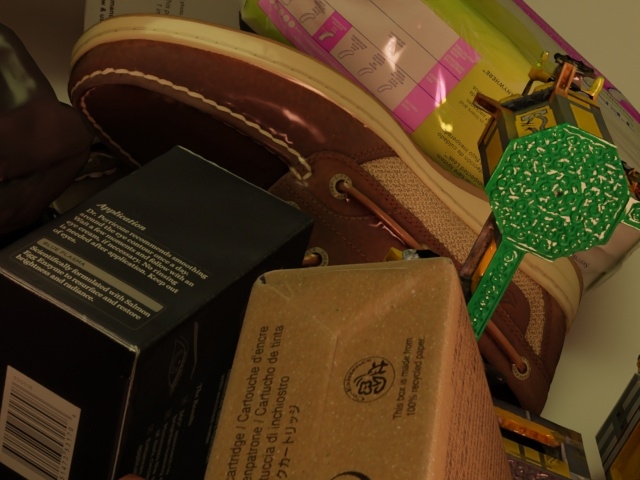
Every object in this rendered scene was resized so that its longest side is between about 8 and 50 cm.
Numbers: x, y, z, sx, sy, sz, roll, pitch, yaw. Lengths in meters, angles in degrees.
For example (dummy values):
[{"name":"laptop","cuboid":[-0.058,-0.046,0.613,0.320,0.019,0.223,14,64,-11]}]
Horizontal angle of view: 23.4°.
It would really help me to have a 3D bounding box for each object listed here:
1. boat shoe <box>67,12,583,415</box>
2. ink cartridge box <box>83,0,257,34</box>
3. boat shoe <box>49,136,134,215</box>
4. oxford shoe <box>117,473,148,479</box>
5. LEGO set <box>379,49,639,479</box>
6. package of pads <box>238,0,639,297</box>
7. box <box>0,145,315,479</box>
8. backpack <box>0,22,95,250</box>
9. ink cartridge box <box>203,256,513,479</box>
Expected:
[{"name":"boat shoe","cuboid":[0.000,0.000,0.874,0.342,0.123,0.123,33,54,-20]},{"name":"ink cartridge box","cuboid":[-0.037,-0.195,1.247,0.278,0.117,0.201,9,31,-2]},{"name":"boat shoe","cuboid":[-0.054,-0.039,1.012,0.324,0.116,0.097,-11,79,-47]},{"name":"oxford shoe","cuboid":[-0.084,0.219,0.567,0.130,0.123,0.348,23,35,6]},{"name":"LEGO set","cuboid":[0.172,0.046,0.783,0.331,0.255,0.192,16,22,-4]},{"name":"package of pads","cuboid":[0.095,-0.112,1.026,0.296,0.101,0.229,41,20,-6]},{"name":"box","cuboid":[-0.094,0.060,0.775,0.093,0.156,0.158,29,35,18]},{"name":"backpack","cuboid":[-0.323,0.020,0.673,0.273,0.290,0.355,49,49,-16]},{"name":"ink cartridge box","cuboid":[0.019,0.154,0.581,0.088,0.193,0.235,-5,40,15]}]
